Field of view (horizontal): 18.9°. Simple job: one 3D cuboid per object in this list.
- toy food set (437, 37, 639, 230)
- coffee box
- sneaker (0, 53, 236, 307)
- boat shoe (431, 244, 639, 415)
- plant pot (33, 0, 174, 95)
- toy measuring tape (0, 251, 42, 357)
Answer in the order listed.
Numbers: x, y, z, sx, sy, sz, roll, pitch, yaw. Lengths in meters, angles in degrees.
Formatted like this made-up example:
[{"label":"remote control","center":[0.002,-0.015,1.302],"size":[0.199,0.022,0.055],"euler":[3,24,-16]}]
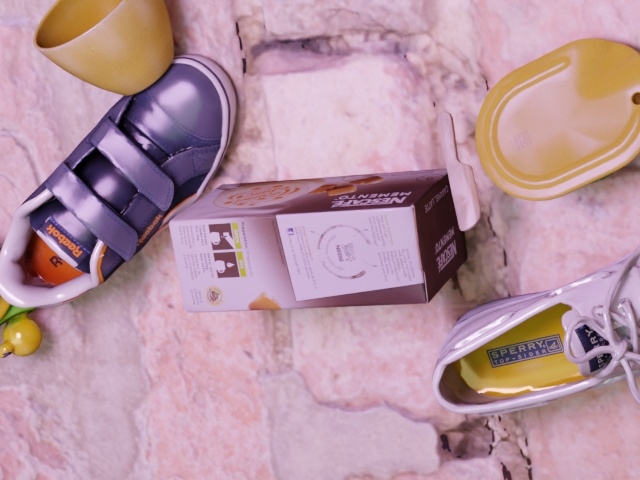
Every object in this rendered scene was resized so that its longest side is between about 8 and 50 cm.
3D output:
[{"label":"toy food set","center":[0.218,-0.100,1.769],"size":[0.218,0.071,0.128],"euler":[-24,75,24]},{"label":"coffee box","center":[0.000,0.000,1.837],"size":[0.247,0.141,0.098],"euler":[-3,107,22]},{"label":"sneaker","center":[-0.206,-0.044,1.908],"size":[0.126,0.127,0.321],"euler":[42,115,4]},{"label":"boat shoe","center":[0.261,0.084,1.759],"size":[0.367,0.156,0.135],"euler":[-16,102,25]},{"label":"plant pot","center":[-0.196,-0.197,1.859],"size":[0.134,0.134,0.095],"euler":[-25,122,26]},{"label":"toy measuring tape","center":[-0.423,0.007,2.001],"size":[0.330,0.121,0.121],"euler":[46,117,-5]}]
